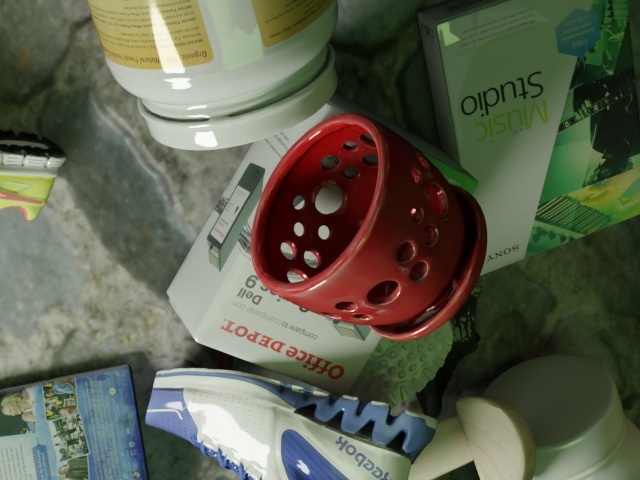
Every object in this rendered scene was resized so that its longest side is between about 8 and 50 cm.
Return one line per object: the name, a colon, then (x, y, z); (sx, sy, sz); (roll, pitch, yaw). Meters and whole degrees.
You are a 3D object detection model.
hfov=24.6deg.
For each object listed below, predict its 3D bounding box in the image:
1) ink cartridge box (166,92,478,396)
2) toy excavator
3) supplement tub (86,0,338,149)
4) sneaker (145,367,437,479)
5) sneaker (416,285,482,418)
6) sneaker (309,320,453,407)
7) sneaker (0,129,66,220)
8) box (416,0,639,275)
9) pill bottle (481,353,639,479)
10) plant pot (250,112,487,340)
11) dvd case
ink cartridge box: (0.000, 0.000, 1.586); (0.211, 0.121, 0.289); (24, 103, -29)
toy excavator: (0.011, 0.383, 1.684); (0.432, 0.222, 0.445); (5, 88, 17)
supplement tub: (-0.111, -0.265, 1.350); (0.228, 0.228, 0.316); (-22, 121, -12)
sneaker: (-0.044, 0.246, 1.575); (0.315, 0.127, 0.182); (10, 77, 8)
sneaker: (0.155, 0.131, 1.757); (0.089, 0.051, 0.170); (-14, 115, -11)
sneaker: (0.050, 0.157, 1.702); (0.235, 0.095, 0.090); (-41, 107, 1)
sneaker: (-0.356, -0.058, 1.434); (0.208, 0.081, 0.094); (6, 114, -26)
box: (0.247, -0.140, 1.662); (0.232, 0.058, 0.322); (-21, 121, -13)
pill bottle: (0.322, 0.332, 1.834); (0.204, 0.204, 0.361); (-27, 122, -9)
plant pot: (0.056, -0.004, 1.424); (0.174, 0.191, 0.191); (28, 101, -33)
dvd case: (-0.315, 0.246, 1.594); (0.253, 0.022, 0.180); (-10, 95, -19)
